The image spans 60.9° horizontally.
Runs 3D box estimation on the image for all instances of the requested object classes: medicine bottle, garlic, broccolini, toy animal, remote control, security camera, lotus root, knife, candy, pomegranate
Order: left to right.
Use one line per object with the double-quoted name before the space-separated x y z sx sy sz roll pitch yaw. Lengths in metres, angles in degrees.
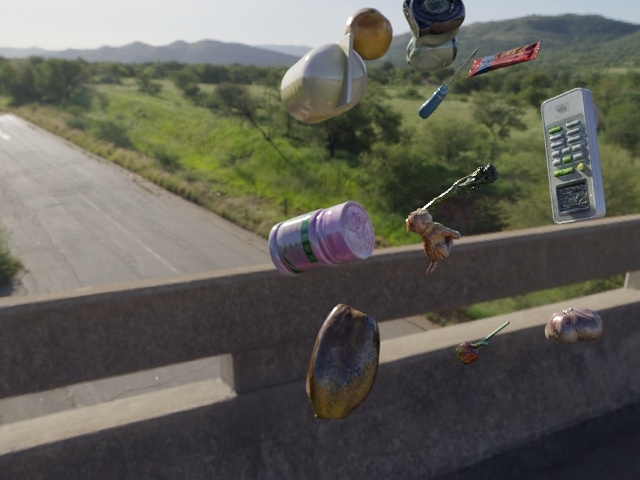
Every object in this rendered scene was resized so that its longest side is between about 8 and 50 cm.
"medicine bottle" 0.000 0.000 1.908 0.325 0.212 0.212 -15 7 35
"medicine bottle" 0.026 -0.546 1.873 0.235 0.236 0.406 -6 6 -20
"lotus root" 0.063 0.324 1.413 0.193 0.291 0.193 18 -18 6
"pomegranate" 0.217 -0.932 2.460 0.233 0.233 0.233 0 18 0
"toy animal" 0.355 -0.003 1.844 0.185 0.184 0.104 36 -12 -28
"security camera" 0.399 -0.717 1.922 0.191 0.277 0.197 -17 61 -4
"knife" 0.296 -0.361 1.235 0.032 0.244 0.058 46 55 4
"broccolini" 0.493 -0.154 2.051 0.392 0.079 0.074 -37 15 26
"candy" 0.441 0.271 1.470 0.060 0.201 0.060 20 44 -20
"remote control" 0.486 -0.160 1.051 0.034 0.250 0.103 -3 -4 -25
"garlic" 0.750 0.249 1.612 0.147 0.102 0.159 -16 0 -43

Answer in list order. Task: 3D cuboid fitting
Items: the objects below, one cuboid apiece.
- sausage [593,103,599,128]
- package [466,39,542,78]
"sausage" 0.973 -0.429 2.089 0.141 0.153 0.268 -11 44 49
"package" 0.492 -0.486 1.466 0.200 0.022 0.083 -4 44 46
